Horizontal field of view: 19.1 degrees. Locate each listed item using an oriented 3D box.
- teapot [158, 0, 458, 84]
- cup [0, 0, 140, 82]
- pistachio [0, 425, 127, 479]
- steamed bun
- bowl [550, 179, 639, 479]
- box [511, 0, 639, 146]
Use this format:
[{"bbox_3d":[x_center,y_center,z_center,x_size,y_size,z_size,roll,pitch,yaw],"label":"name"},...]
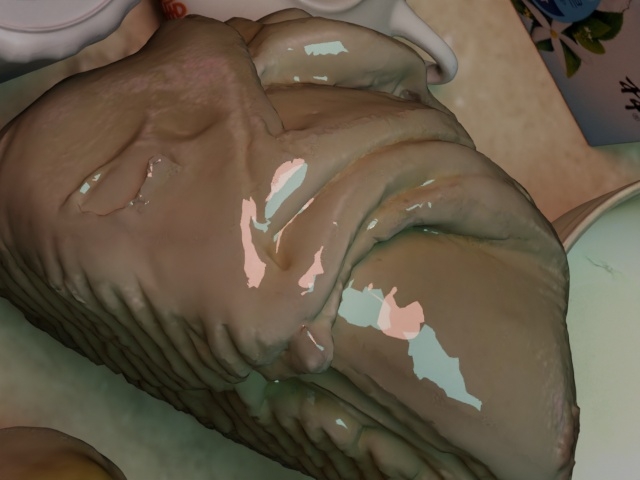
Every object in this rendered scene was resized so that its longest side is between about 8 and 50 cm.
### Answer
[{"bbox_3d":[-0.011,-0.156,1.114,0.245,0.116,0.159,38,59,-27],"label":"teapot"},{"bbox_3d":[-0.173,-0.176,0.968,0.167,0.202,0.221,36,72,-25],"label":"cup"},{"bbox_3d":[-0.215,0.214,0.972,0.288,0.197,0.166,-36,148,-34],"label":"pistachio"},{"bbox_3d":[-0.007,-0.005,0.986,0.309,0.324,0.219,37,73,-31],"label":"steamed bun"},{"bbox_3d":[0.200,0.096,1.187,0.277,0.145,0.277,1,87,-29],"label":"bowl"},{"bbox_3d":[0.182,-0.177,1.183,0.083,0.142,0.232,-35,105,-23],"label":"box"}]
